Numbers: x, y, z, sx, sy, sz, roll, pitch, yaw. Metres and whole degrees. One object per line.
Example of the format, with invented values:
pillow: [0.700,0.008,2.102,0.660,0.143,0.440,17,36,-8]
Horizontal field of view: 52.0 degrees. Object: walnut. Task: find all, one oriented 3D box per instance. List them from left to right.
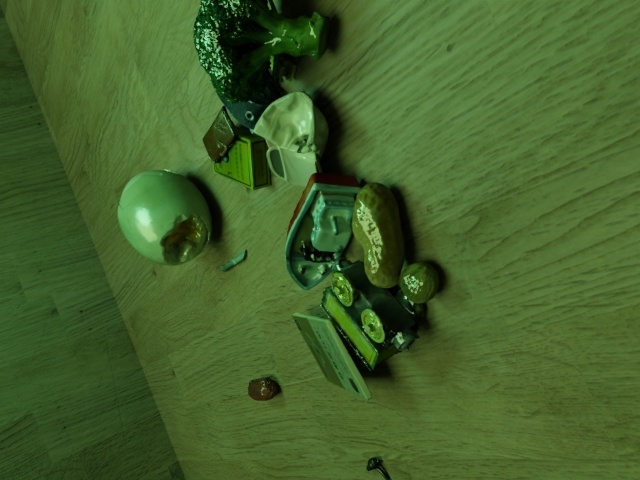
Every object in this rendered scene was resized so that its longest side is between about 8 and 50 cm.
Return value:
walnut: [0.205,0.087,1.358,0.092,0.092,0.092,31,130,45]

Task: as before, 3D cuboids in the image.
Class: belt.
belt: [-0.188,-0.367,1.652,0.218,0.122,0.128,54,147,21]

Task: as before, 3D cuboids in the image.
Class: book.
book: [0.022,0.287,1.673,0.217,0.021,0.310,61,163,-5]

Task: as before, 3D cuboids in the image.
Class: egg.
egg: [-0.513,-0.088,2.120,0.336,0.278,0.278,42,138,30]

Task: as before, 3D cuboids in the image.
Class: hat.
hat: [-0.029,-0.220,1.546,0.219,0.164,0.226,25,165,43]

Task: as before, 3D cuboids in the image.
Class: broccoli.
broccoli: [-0.136,-0.431,1.420,0.297,0.297,0.297,13,123,13]

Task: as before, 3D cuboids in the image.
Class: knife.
knife: [-0.278,0.069,2.107,0.210,0.015,0.028,-29,76,56]

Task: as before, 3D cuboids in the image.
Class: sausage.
sausage: [-0.190,0.486,2.144,0.141,0.076,0.076,-27,84,55]

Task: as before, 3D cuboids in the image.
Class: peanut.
peanut: [0.123,-0.010,1.392,0.108,0.095,0.226,-11,91,27]

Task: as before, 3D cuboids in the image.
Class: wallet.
wallet: [-0.279,-0.284,1.803,0.176,0.026,0.095,-36,76,54]

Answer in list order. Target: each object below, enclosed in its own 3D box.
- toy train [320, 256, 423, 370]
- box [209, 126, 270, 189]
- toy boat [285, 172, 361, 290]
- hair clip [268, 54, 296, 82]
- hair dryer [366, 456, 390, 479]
toy train: [0.117,0.154,1.478,0.261,0.134,0.177,50,150,29]
box: [-0.227,-0.237,1.830,0.220,0.064,0.141,28,128,48]
toy boat: [0.000,0.000,1.527,0.332,0.145,0.133,112,155,-47]
hair clip: [-0.126,-0.442,1.593,0.173,0.046,0.072,50,138,31]
hair dryer: [0.157,0.621,1.757,0.083,0.031,0.079,45,151,21]
